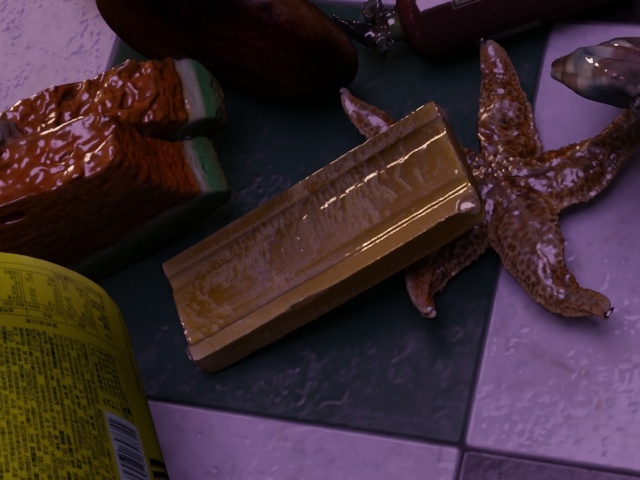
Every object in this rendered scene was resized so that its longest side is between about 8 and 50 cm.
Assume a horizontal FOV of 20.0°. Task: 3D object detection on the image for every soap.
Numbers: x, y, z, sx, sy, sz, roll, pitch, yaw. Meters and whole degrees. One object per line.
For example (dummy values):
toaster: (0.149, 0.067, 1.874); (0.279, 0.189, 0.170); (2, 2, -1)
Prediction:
soap: (0.000, 0.000, 1.310); (0.252, 0.037, 0.092); (-30, 61, 20)

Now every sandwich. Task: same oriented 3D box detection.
sandwich: (-0.194, -0.037, 1.338); (0.292, 0.212, 0.109); (-23, 76, -12)

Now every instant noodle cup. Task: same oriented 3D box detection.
instant noodle cup: (-0.233, 0.165, 1.208); (0.311, 0.311, 0.221); (-16, 52, 7)

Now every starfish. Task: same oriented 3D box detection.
starfish: (0.135, -0.044, 1.325); (0.236, 0.062, 0.277); (-44, 58, -8)

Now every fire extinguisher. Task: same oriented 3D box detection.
fire extinguisher: (0.121, -0.193, 1.402); (0.231, 0.071, 0.099); (-17, 34, 8)

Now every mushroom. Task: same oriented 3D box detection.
mushroom: (-0.046, -0.230, 1.413); (0.227, 0.148, 0.217); (22, 75, 16)

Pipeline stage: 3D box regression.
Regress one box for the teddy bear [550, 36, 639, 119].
teddy bear: (0.397, -0.132, 1.167); (0.362, 0.327, 0.375); (44, 120, 11)
